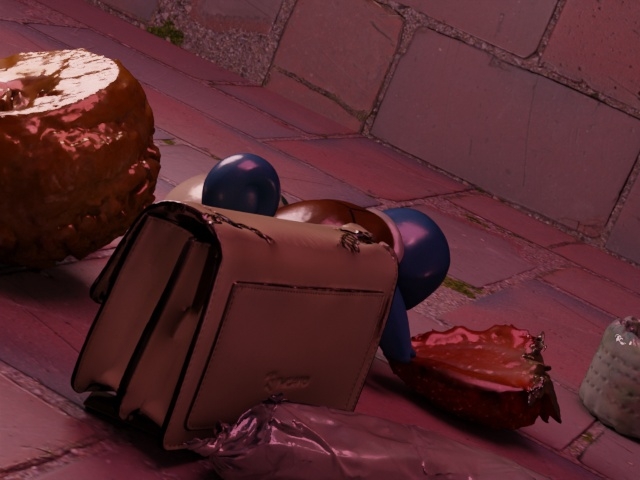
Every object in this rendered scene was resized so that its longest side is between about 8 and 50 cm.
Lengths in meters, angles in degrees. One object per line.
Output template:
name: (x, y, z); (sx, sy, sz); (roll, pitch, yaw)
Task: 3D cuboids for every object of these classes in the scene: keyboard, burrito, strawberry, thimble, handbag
keyboard: (-0.184, 0.189, 1.606); (0.129, 0.015, 0.049); (22, 8, 0)
burrito: (0.053, 0.239, 1.610); (0.445, 0.101, 0.139); (16, 19, -25)
strawberry: (0.200, 0.196, 2.057); (0.228, 0.098, 0.174); (-1, 34, -7)
thimble: (0.503, 0.213, 2.351); (0.185, 0.149, 0.211); (21, 14, 0)
handbag: (-0.079, 0.084, 1.660); (0.160, 0.237, 0.358); (31, 12, 30)

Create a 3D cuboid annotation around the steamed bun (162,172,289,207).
steamed bun: (-0.134, -0.035, 2.317); (0.228, 0.131, 0.177); (8, 18, -43)

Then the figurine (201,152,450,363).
figurine: (-0.020, 0.035, 2.045); (0.416, 0.243, 0.298); (17, 6, -40)

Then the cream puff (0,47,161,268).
cream puff: (-0.363, -0.096, 1.916); (0.343, 0.231, 0.327); (11, 33, 30)
